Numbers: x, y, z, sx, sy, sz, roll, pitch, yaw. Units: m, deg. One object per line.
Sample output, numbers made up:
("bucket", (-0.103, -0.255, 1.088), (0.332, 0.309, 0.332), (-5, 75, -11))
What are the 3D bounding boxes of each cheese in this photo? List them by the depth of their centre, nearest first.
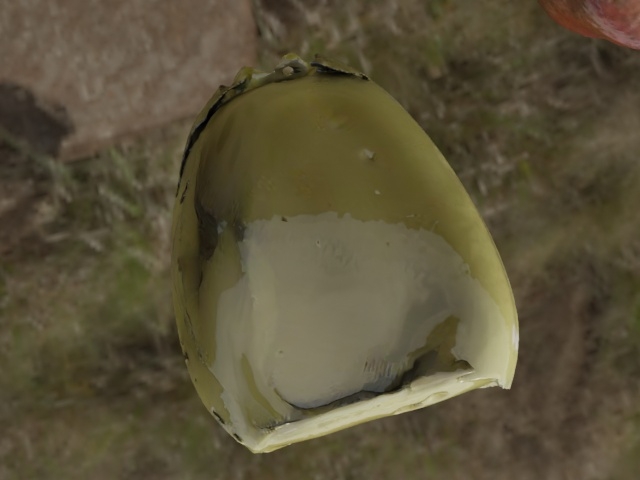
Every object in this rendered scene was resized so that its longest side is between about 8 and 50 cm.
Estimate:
("cheese", (0.000, 0.000, 1.249), (0.259, 0.316, 0.128), (-15, 166, -15))

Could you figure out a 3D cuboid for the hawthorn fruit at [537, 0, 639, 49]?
("hawthorn fruit", (0.261, -0.293, 1.358), (0.224, 0.224, 0.261), (-29, 120, 20))
